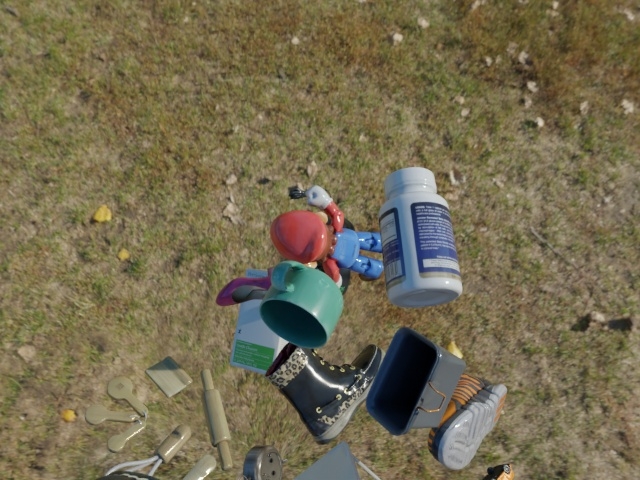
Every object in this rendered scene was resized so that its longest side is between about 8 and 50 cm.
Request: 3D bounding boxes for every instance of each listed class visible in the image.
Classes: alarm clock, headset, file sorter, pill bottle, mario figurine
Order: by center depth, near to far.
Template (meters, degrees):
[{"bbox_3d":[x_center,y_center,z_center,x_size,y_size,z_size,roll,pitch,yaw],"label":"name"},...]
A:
[{"bbox_3d":[0.125,-0.005,0.679,0.094,0.094,0.169,-1,67,-6],"label":"pill bottle"},{"bbox_3d":[0.011,0.595,1.043,0.277,0.193,0.173,-39,111,4],"label":"file sorter"},{"bbox_3d":[0.011,0.002,1.206,0.320,0.170,0.198,17,49,-40],"label":"mario figurine"},{"bbox_3d":[-0.169,0.652,1.467,0.064,0.192,0.129,-13,85,32],"label":"alarm clock"},{"bbox_3d":[0.000,0.000,1.761,0.185,0.243,0.394,-1,67,-18],"label":"headset"}]

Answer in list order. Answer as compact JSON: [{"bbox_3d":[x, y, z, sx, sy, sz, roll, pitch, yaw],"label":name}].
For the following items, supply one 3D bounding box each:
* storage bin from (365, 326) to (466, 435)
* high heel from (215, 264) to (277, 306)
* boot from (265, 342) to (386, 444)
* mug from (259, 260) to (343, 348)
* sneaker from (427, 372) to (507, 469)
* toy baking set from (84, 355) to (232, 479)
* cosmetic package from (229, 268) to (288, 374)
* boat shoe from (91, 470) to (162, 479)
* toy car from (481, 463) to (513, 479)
[{"bbox_3d":[0.144,0.202,0.727,0.091,0.098,0.135,19,95,-37],"label":"storage bin"},{"bbox_3d":[-0.206,0.164,1.550,0.244,0.082,0.117,-21,38,8],"label":"high heel"},{"bbox_3d":[0.023,0.404,1.642,0.284,0.138,0.377,48,59,-8],"label":"boot"},{"bbox_3d":[-0.023,0.098,0.876,0.129,0.158,0.097,28,52,4],"label":"mug"},{"bbox_3d":[0.235,0.329,1.025,0.180,0.321,0.125,19,99,31],"label":"sneaker"},{"bbox_3d":[-0.224,0.286,0.746,0.196,0.030,0.256,-5,49,-31],"label":"toy baking set"},{"bbox_3d":[-0.195,0.300,1.958,0.196,0.155,0.366,8,89,22],"label":"cosmetic package"},{"bbox_3d":[-0.033,0.261,0.391,0.340,0.127,0.113,41,31,-11],"label":"boat shoe"},{"bbox_3d":[0.209,0.343,0.702,0.060,0.122,0.041,-17,70,-54],"label":"toy car"}]
